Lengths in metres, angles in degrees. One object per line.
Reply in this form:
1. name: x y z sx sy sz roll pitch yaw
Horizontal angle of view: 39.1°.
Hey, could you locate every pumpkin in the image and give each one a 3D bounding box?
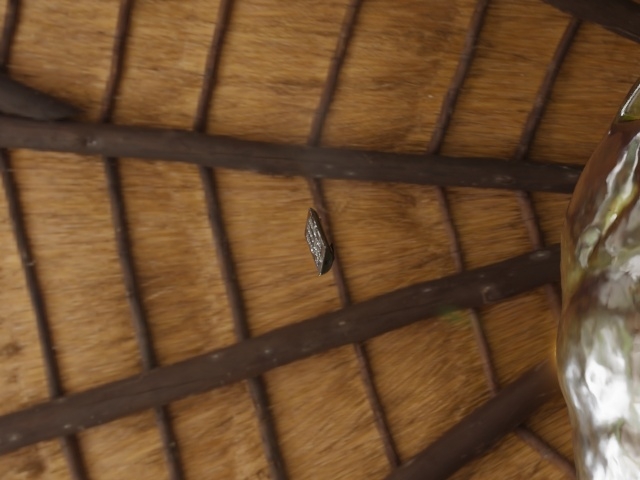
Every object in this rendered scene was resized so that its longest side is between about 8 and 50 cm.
1. pumpkin: 0.131 0.015 0.366 0.149 0.254 0.130 -40 -91 19

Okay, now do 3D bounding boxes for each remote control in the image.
1. remote control: 0.000 0.000 0.823 0.091 0.016 0.034 -110 -151 -63
